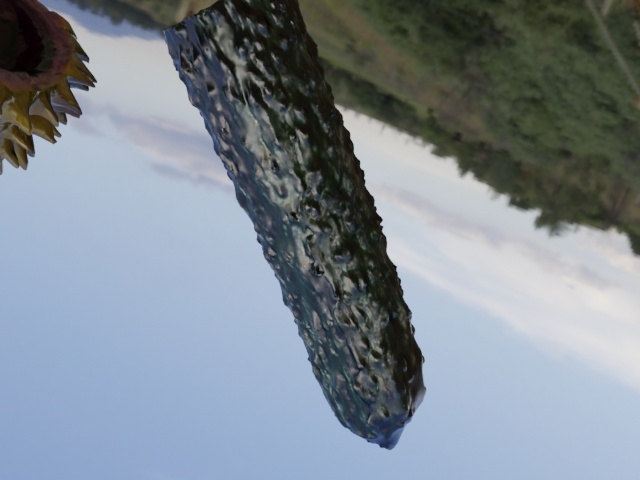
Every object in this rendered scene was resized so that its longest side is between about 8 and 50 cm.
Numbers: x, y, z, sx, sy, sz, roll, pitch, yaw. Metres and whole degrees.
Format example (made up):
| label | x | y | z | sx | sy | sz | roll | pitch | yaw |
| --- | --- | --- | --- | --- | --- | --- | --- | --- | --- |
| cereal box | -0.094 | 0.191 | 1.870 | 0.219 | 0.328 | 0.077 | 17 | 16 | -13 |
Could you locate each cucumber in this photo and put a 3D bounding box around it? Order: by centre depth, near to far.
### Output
| label | x | y | z | sx | sy | sz | roll | pitch | yaw |
| --- | --- | --- | --- | --- | --- | --- | --- | --- | --- |
| cucumber | 0.000 | 0.000 | 0.686 | 0.096 | 0.360 | 0.096 | -21 | -165 | 6 |

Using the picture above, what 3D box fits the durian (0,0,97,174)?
| label | x | y | z | sx | sy | sz | roll | pitch | yaw |
| --- | --- | --- | --- | --- | --- | --- | --- | --- | --- |
| durian | -0.218 | -0.074 | 0.482 | 0.154 | 0.186 | 0.260 | 52 | -155 | -1 |
